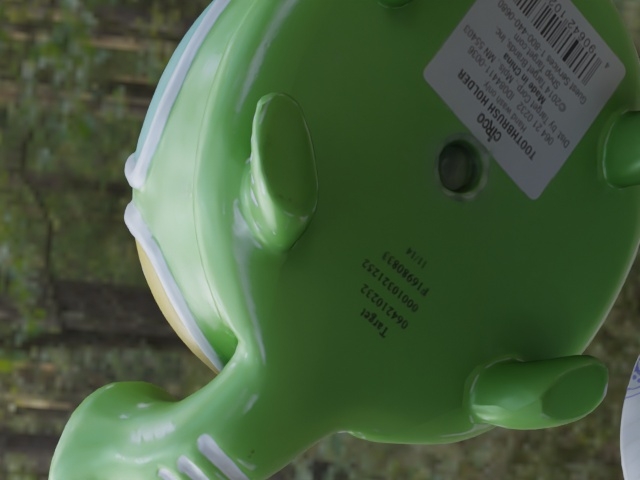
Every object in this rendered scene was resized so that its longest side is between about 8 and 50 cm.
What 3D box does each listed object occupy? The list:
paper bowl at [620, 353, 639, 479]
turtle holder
[{"bbox_3d":[0.281,0.076,0.724,0.148,0.284,0.284,50,-162,-25],"label":"paper bowl"},{"bbox_3d":[0.017,-0.002,0.840,0.227,0.243,0.320,1,79,59],"label":"turtle holder"}]
